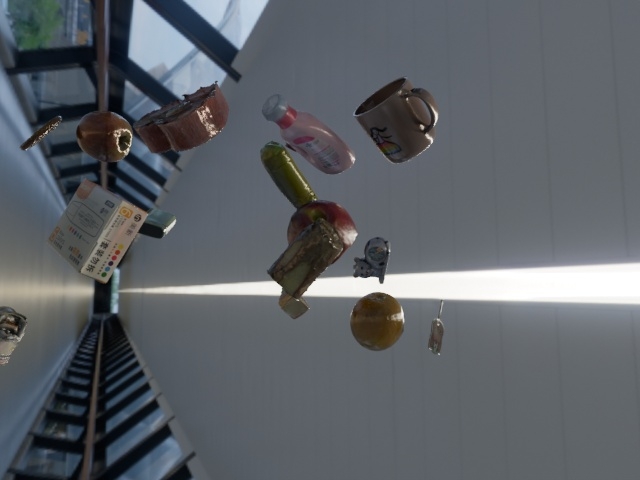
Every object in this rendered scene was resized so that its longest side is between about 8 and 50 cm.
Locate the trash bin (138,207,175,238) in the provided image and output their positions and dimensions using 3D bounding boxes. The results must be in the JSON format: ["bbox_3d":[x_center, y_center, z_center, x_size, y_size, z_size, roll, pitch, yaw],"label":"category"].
[{"bbox_3d":[-0.632,-0.067,1.801,0.130,0.116,0.059,-79,-173,-66],"label":"trash bin"}]

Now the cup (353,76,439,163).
[{"bbox_3d":[0.252,-0.360,1.410,0.191,0.200,0.253,-50,-157,-27],"label":"cup"}]

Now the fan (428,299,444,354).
[{"bbox_3d":[0.462,0.337,1.849,0.009,0.132,0.219,-1,-113,36],"label":"fan"}]

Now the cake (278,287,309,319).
[{"bbox_3d":[-0.125,0.251,2.003,0.090,0.109,0.225,-45,-165,0],"label":"cake"}]

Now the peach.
[{"bbox_3d":[0.000,0.000,1.834,0.338,0.281,0.281,86,-9,-57],"label":"peach"}]

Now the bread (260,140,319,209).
[{"bbox_3d":[-0.136,-0.255,2.025,0.166,0.112,0.383,32,-19,53],"label":"bread"}]

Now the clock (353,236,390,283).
[{"bbox_3d":[0.177,0.064,1.642,0.080,0.117,0.176,-75,173,-62],"label":"clock"}]

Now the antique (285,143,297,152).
[{"bbox_3d":[-0.080,-0.372,1.700,0.104,0.104,0.104,-177,-90,-65],"label":"antique"}]

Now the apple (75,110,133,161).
[{"bbox_3d":[-0.813,-0.393,1.773,0.188,0.174,0.188,18,90,-78],"label":"apple"}]

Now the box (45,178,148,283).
[{"bbox_3d":[-0.613,-0.033,1.277,0.274,0.091,0.220,21,-100,41],"label":"box"}]

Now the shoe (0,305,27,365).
[{"bbox_3d":[-0.771,0.211,1.142,0.092,0.089,0.180,-46,-140,13],"label":"shoe"}]

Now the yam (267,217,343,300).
[{"bbox_3d":[-0.041,0.055,1.393,0.238,0.129,0.128,-47,-132,11],"label":"yam"}]

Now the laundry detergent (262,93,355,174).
[{"bbox_3d":[-0.039,-0.318,1.437,0.159,0.335,0.087,-11,-121,39],"label":"laundry detergent"}]

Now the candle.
[{"bbox_3d":[-0.397,-0.369,1.438,0.317,0.287,0.131,5,-45,40],"label":"candle"}]

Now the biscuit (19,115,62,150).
[{"bbox_3d":[-1.038,-0.398,1.753,0.188,0.027,0.187,-32,-152,19],"label":"biscuit"}]

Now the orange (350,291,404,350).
[{"bbox_3d":[0.223,0.320,1.855,0.236,0.236,0.236,-177,-90,-65],"label":"orange"}]
